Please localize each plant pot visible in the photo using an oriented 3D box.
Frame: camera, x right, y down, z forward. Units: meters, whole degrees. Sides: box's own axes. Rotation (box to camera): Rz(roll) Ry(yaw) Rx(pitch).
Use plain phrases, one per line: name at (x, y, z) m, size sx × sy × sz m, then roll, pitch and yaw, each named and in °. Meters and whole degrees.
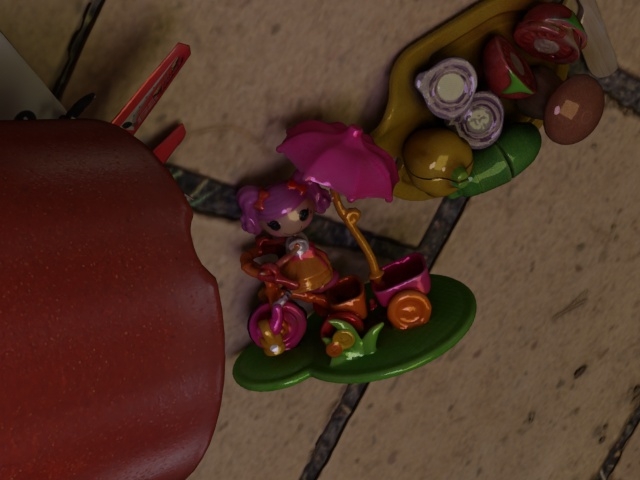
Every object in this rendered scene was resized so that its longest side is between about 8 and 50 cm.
plant pot at (-0.206, 0.055, 0.720) m, size 0.265 × 0.272 × 0.272 m, roll -12°, pitch 123°, yaw -39°

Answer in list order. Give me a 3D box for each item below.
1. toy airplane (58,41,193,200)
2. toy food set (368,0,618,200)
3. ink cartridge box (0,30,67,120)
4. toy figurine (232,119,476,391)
toy airplane at (-0.115, -0.052, 0.903) m, size 0.151 × 0.028 × 0.151 m, roll -40°, pitch 151°, yaw -27°
toy food set at (0.134, -0.097, 1.053) m, size 0.218 × 0.071 × 0.128 m, roll -34°, pitch 131°, yaw -15°
ink cartridge box at (-0.274, -0.067, 0.790) m, size 0.223 × 0.045 × 0.224 m, roll -44°, pitch 133°, yaw -6°
toy figurine at (0.000, 0.000, 1.011) m, size 0.173 × 0.130 × 0.159 m, roll -18°, pitch 115°, yaw 3°
